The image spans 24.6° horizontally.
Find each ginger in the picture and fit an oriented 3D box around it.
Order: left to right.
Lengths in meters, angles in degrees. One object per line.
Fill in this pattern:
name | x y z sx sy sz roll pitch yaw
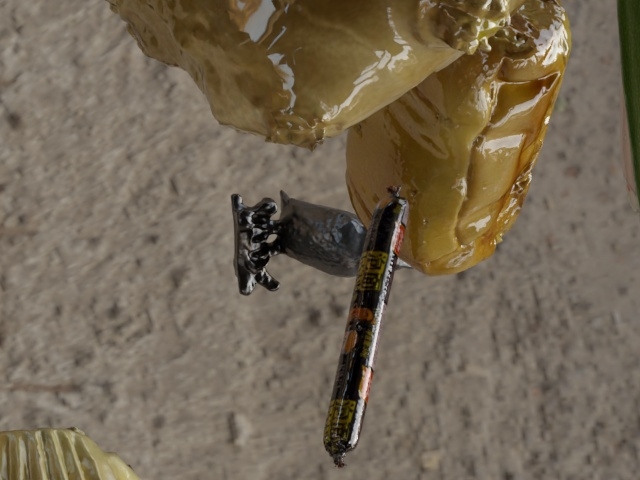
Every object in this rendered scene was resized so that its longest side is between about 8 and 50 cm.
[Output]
ginger | 0.074 -0.193 0.634 0.376 0.236 0.166 -31 125 -13

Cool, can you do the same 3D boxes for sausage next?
sausage | 0.030 0.051 0.933 0.025 0.028 0.198 16 66 -6

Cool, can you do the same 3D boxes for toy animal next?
toy animal | 0.004 -0.001 1.646 0.117 0.210 0.121 -83 175 -58

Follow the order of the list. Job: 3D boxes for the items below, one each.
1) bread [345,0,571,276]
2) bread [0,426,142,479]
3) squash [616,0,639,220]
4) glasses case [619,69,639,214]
bread | 0.114 -0.106 1.263 0.132 0.294 0.167 -20 56 -23
bread | -0.235 0.335 1.440 0.388 0.236 0.183 46 29 -43
squash | 0.273 -0.089 1.056 0.107 0.107 0.394 -4 87 -37
glasses case | 0.349 -0.160 1.521 0.113 0.075 0.296 -69 158 -51
